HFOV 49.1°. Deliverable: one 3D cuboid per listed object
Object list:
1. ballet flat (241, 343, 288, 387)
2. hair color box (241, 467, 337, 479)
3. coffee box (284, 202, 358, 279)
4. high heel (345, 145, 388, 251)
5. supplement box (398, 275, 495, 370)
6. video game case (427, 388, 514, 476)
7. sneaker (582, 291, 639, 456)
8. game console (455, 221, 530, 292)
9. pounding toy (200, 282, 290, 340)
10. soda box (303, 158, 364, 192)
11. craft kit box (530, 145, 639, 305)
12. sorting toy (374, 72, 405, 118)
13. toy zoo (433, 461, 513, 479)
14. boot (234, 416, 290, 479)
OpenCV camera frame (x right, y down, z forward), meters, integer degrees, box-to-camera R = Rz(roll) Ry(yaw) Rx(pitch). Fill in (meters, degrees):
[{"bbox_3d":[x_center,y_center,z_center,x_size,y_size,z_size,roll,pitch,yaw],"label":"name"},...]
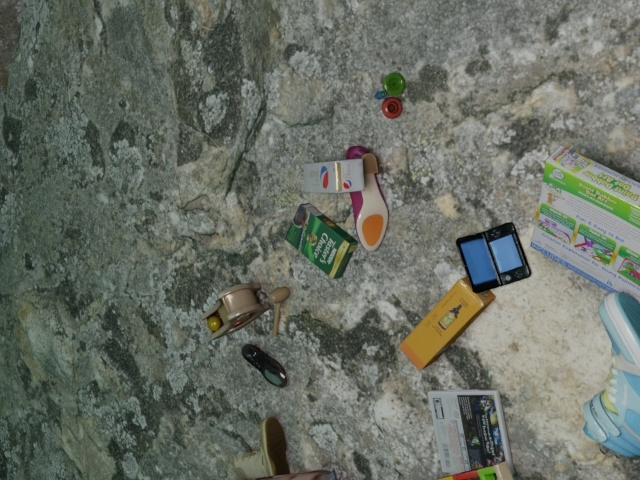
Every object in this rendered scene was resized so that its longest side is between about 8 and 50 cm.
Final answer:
[{"bbox_3d":[-0.149,0.344,1.934,0.173,0.049,0.057,38,86,24],"label":"ballet flat"},{"bbox_3d":[-0.137,0.680,1.805,0.348,0.174,0.105,-12,87,15],"label":"hair color box"},{"bbox_3d":[0.000,0.000,1.753,0.184,0.040,0.113,40,119,27],"label":"coffee box"},{"bbox_3d":[0.098,-0.100,1.656,0.117,0.082,0.243,-138,35,-66],"label":"high heel"},{"bbox_3d":[0.276,0.180,1.536,0.078,0.080,0.233,50,125,21],"label":"supplement box"},{"bbox_3d":[0.333,0.427,1.562,0.173,0.022,0.190,-11,89,40],"label":"video game case"},{"bbox_3d":[0.542,0.263,1.279,0.208,0.127,0.318,-31,88,38],"label":"sneaker"},{"bbox_3d":[0.357,0.035,1.447,0.107,0.071,0.122,-24,78,39],"label":"game console"},{"bbox_3d":[-0.209,0.210,1.881,0.270,0.154,0.154,-37,74,37],"label":"pounding toy"},{"bbox_3d":[0.027,-0.148,1.627,0.216,0.069,0.073,-169,74,-68],"label":"soda box"},{"bbox_3d":[0.505,-0.018,1.249,0.250,0.061,0.246,35,157,29],"label":"craft kit box"},{"bbox_3d":[0.153,-0.325,1.580,0.042,0.061,0.101,-166,80,-72],"label":"sorting toy"},{"bbox_3d":[0.335,0.602,1.523,0.293,0.030,0.192,-43,59,53],"label":"toy zoo"},{"bbox_3d":[-0.172,0.595,1.962,0.165,0.077,0.213,-7,95,41],"label":"boot"}]
